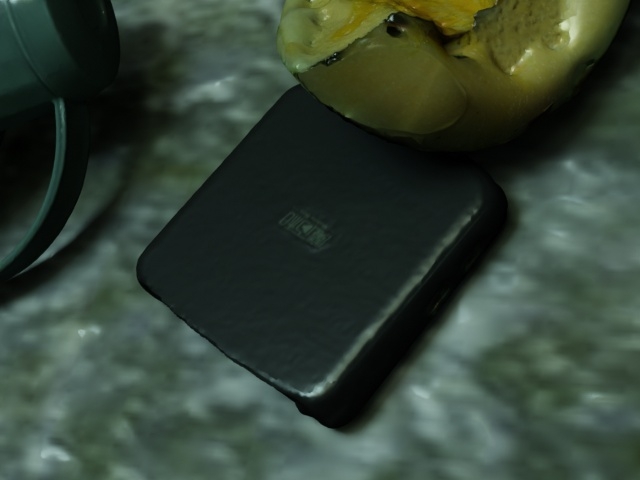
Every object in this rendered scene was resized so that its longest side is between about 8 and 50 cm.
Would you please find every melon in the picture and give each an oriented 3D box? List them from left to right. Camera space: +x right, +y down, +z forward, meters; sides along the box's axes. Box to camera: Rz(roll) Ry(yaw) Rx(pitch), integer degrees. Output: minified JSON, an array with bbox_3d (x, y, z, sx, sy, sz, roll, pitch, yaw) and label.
[{"bbox_3d":[0.056,-0.097,0.542,0.160,0.079,0.128,-39,31,-6],"label":"melon"}]

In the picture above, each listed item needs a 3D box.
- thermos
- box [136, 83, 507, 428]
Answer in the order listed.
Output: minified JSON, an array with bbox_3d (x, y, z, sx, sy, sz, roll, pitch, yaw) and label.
[{"bbox_3d":[-0.230,-0.052,0.610,0.286,0.145,0.182,-14,89,16],"label":"thermos"},{"bbox_3d":[0.000,0.000,0.539,0.126,0.027,0.125,33,77,36],"label":"box"}]
